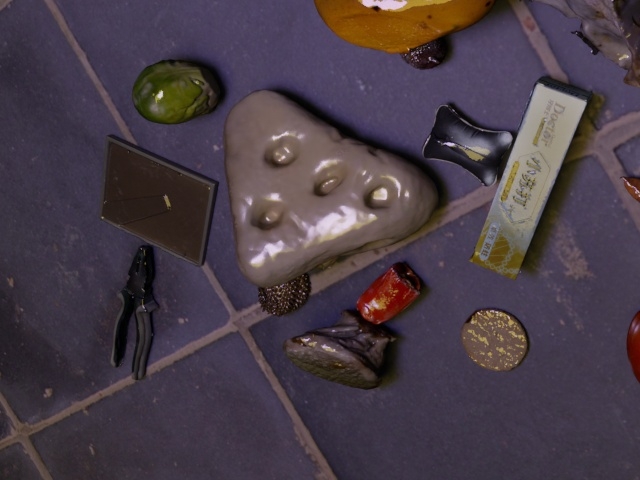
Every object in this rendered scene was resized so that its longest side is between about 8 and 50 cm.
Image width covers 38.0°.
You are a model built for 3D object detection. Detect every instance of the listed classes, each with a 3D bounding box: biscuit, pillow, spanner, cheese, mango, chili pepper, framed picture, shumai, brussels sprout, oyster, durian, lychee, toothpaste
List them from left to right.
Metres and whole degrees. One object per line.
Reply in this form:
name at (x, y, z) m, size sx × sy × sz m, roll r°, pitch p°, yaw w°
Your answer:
spanner at (-0.390, 0.152, 1.957) m, size 0.095 × 0.040 × 0.325 m, roll 25°, pitch 120°, yaw 21°
framed picture at (-0.329, -0.078, 1.847) m, size 0.265 × 0.018 × 0.192 m, roll 25°, pitch 119°, yaw 19°
brussels sprout at (-0.263, -0.267, 1.664) m, size 0.155 × 0.155 × 0.118 m, roll -18°, pitch 98°, yaw 34°
durian at (-0.084, 0.097, 1.744) m, size 0.110 × 0.071 × 0.140 m, roll 30°, pitch 125°, yaw 18°
cheese at (-0.006, -0.124, 1.570) m, size 0.350 × 0.129 × 0.328 m, roll -21°, pitch 74°, yaw 9°
shumai at (0.037, 0.185, 1.679) m, size 0.201 × 0.120 × 0.201 m, roll 18°, pitch 159°, yaw 7°
chili pepper at (0.117, 0.096, 1.629) m, size 0.073 × 0.070 × 0.123 m, roll 25°, pitch 127°, yaw -32°
mango at (0.130, -0.386, 1.371) m, size 0.290 × 0.160 × 0.191 m, roll 11°, pitch 77°, yaw 28°
lychee at (0.159, -0.297, 1.452) m, size 0.068 × 0.067 × 0.083 m, roll -40°, pitch 62°, yaw -8°
pillow at (0.231, -0.152, 1.477) m, size 0.135 × 0.055 × 0.091 m, roll 26°, pitch 88°, yaw 16°
biscuit at (0.296, 0.170, 1.584) m, size 0.120 × 0.015 × 0.120 m, roll 11°, pitch 113°, yaw 26°
toothpaste at (0.323, -0.094, 1.438) m, size 0.089 × 0.071 × 0.313 m, roll 24°, pitch 118°, yaw 16°
oyster at (0.371, -0.349, 1.266) m, size 0.197 × 0.133 × 0.337 m, roll -33°, pitch 106°, yaw 9°

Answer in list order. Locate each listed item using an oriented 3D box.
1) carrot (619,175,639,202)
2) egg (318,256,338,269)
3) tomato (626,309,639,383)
carrot at (0.533, -0.027, 1.356) m, size 0.224 × 0.057 × 0.057 m, roll 40°, pitch 123°, yaw 16°
egg at (0.000, 0.000, 1.651) m, size 0.096 × 0.080 × 0.080 m, roll 51°, pitch 125°, yaw 9°
tomato at (0.567, 0.183, 1.359) m, size 0.233 × 0.139 × 0.200 m, roll -23°, pitch 102°, yaw 34°
